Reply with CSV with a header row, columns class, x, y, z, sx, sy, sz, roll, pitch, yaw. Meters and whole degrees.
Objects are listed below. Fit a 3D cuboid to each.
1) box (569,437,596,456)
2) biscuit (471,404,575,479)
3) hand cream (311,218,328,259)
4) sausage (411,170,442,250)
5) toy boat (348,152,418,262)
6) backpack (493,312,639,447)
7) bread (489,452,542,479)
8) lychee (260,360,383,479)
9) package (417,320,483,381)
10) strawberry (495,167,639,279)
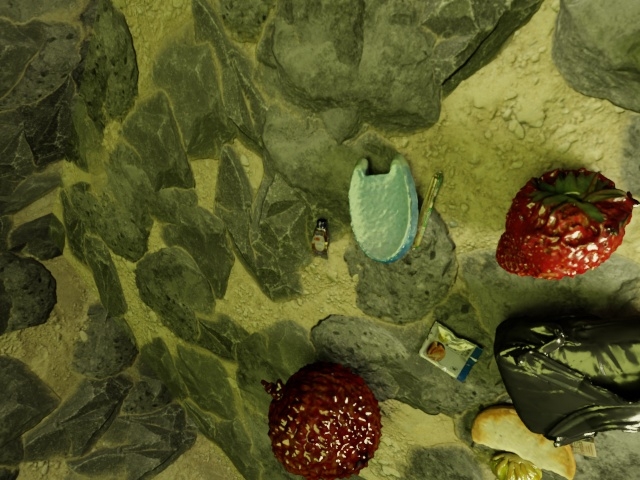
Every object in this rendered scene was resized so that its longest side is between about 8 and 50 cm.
class,x,y,z,sx,sy,sz,roll,pitch,yaw
box,0.774,0.612,1.251,0.083,0.024,0.053,-9,106,37
biscuit,0.639,0.620,1.333,0.309,0.040,0.204,7,116,39
hand cream,0.000,0.000,1.495,0.062,0.039,0.163,10,121,14
sausage,0.310,-0.082,1.235,0.033,0.033,0.269,26,124,23
toy boat,0.200,-0.095,1.277,0.215,0.123,0.329,-4,98,31
backpack,0.682,0.336,1.041,0.446,0.255,0.363,-21,105,37
bread,0.635,0.766,1.384,0.157,0.094,0.082,7,120,42
lychee,-0.010,0.662,1.568,0.500,0.424,0.424,25,127,-2
package,0.424,0.367,1.378,0.173,0.027,0.171,31,127,24
strawberry,0.549,-0.024,0.960,0.261,0.261,0.257,16,138,29
